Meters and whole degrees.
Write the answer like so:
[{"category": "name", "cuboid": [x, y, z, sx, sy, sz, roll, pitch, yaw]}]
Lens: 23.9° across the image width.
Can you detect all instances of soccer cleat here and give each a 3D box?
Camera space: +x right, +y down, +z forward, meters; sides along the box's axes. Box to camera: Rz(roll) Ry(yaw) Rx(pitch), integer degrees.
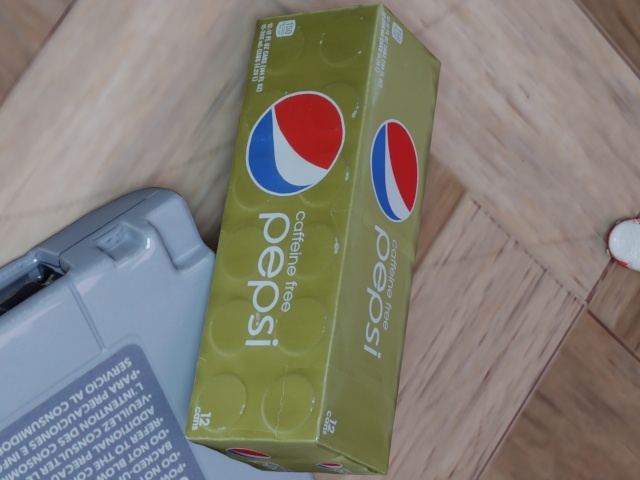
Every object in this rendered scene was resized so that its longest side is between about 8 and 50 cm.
[{"category": "soccer cleat", "cuboid": [0.186, 0.009, 0.801, 0.083, 0.036, 0.029, 23, 88, -38]}]

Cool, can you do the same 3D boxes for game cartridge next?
[{"category": "game cartridge", "cuboid": [-0.139, 0.134, 0.592, 0.294, 0.060, 0.196, -34, 116, -24]}]

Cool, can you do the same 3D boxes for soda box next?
[{"category": "soda box", "cuboid": [0.000, 0.000, 0.605, 0.058, 0.061, 0.181, 34, 59, -53]}]
